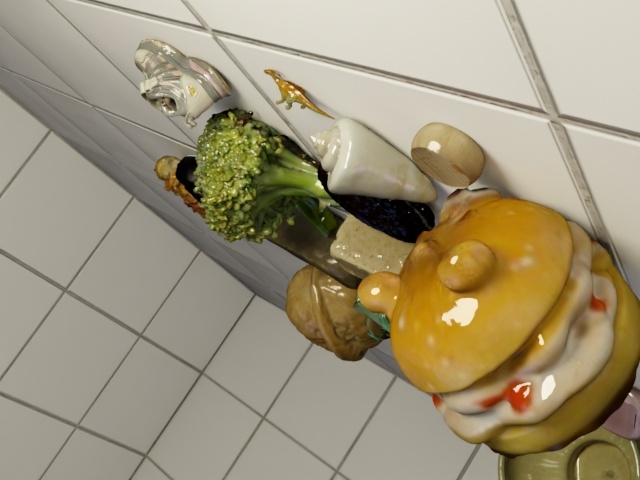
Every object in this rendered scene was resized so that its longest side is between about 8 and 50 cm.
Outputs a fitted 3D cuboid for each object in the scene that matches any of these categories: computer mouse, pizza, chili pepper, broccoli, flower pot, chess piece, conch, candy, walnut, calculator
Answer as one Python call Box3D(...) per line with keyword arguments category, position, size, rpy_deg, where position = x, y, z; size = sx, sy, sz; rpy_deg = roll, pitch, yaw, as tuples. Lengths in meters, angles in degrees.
Box3D(category="computer mouse", position=(-0.230, -0.121, 1.678), size=(0.137, 0.096, 0.233), rpy_deg=(43, 180, -39))
Box3D(category="pizza", position=(-0.289, -0.107, 1.889), size=(0.226, 0.086, 0.335), rpy_deg=(38, 177, 21))
Box3D(category="chili pepper", position=(-0.049, -0.082, 1.427), size=(0.201, 0.052, 0.050), rpy_deg=(35, -161, -13))
Box3D(category="broccoli", position=(-0.099, -0.075, 1.251), size=(0.273, 0.180, 0.242), rpy_deg=(32, 169, 8))
Box3D(category="flower pot", position=(0.518, 0.443, 1.475), size=(0.244, 0.308, 0.307), rpy_deg=(21, -179, -44))
Box3D(category="chess piece", position=(0.138, -0.092, 0.847), size=(0.083, 0.038, 0.084), rpy_deg=(34, 168, 8))
Box3D(category="conch", position=(0.067, -0.099, 0.985), size=(0.176, 0.094, 0.104), rpy_deg=(7, 164, -17))
Box3D(category="candy", position=(0.000, 0.000, 1.514), size=(0.234, 0.104, 0.102), rpy_deg=(29, 174, 29))
Box3D(category="walnut", position=(0.042, 0.139, 1.690), size=(0.224, 0.257, 0.257), rpy_deg=(-11, 146, 26))
Box3D(category="calculator", position=(0.505, 0.285, 1.328), size=(0.166, 0.024, 0.103), rpy_deg=(24, 124, 49))

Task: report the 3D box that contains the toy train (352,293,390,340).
Box3D(category="toy train", position=(0.217, 0.165, 1.459), size=(0.326, 0.159, 0.129), rpy_deg=(38, 167, 0))

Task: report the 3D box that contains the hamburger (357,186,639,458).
Box3D(category="hamburger", position=(0.185, 0.073, 0.852), size=(0.236, 0.276, 0.276), rpy_deg=(38, 169, -15))

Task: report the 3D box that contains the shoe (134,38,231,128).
Box3D(category="shoe", position=(-0.221, -0.230, 1.166), size=(0.180, 0.092, 0.089), rpy_deg=(28, 169, 28))

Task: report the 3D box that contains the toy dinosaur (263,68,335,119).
Box3D(category="toy dinosaur", position=(-0.030, -0.179, 0.988), size=(0.113, 0.026, 0.041), rpy_deg=(41, 154, 8))

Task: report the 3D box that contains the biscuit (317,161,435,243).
Box3D(category="biscuit", position=(0.081, -0.059, 1.125), size=(0.194, 0.053, 0.194), rpy_deg=(33, 171, 6))

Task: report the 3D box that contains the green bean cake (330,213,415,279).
Box3D(category="green bean cake", position=(0.112, 0.020, 1.240), size=(0.179, 0.109, 0.085), rpy_deg=(27, 168, 35))
